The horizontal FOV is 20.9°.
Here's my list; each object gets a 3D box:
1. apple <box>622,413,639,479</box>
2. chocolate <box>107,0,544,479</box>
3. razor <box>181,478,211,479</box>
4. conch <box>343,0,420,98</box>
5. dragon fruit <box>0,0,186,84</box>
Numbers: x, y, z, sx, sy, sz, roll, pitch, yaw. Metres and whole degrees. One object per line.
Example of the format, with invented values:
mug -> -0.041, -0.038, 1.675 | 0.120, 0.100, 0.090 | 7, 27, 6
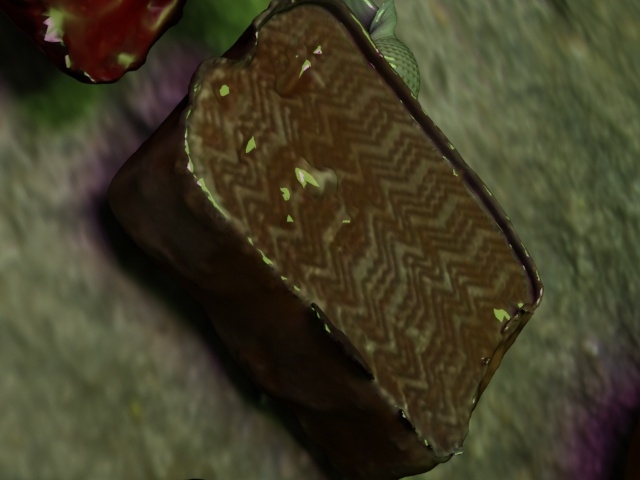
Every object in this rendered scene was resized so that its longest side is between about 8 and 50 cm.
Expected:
apple -> 0.293, 0.132, 0.928 | 0.241, 0.242, 0.242 | -29, 93, -47
chocolate -> 0.000, 0.000, 0.813 | 0.214, 0.093, 0.148 | 50, 45, -16
razor -> -0.053, 0.174, 0.719 | 0.090, 0.054, 0.148 | 41, 50, -27
conch -> 0.013, -0.090, 0.890 | 0.076, 0.056, 0.085 | 20, 38, -13
dragon fruit -> -0.169, -0.248, 0.753 | 0.343, 0.100, 0.282 | 48, 50, -28
